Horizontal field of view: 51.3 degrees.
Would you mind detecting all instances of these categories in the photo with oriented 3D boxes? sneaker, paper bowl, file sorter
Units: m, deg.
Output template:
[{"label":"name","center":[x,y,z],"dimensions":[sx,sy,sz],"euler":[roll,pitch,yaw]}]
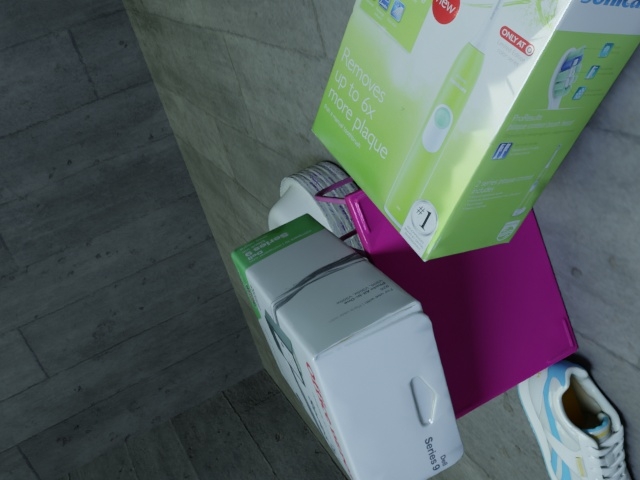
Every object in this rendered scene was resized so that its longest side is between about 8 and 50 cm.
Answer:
[{"label":"sneaker","center":[0.325,0.254,0.808],"dimensions":[0.228,0.087,0.092],"euler":[61,161,2]},{"label":"paper bowl","center":[0.000,0.000,1.304],"dimensions":[0.284,0.148,0.284],"euler":[56,162,29]},{"label":"file sorter","center":[0.144,0.034,0.836],"dimensions":[0.290,0.202,0.182],"euler":[68,166,-12]}]

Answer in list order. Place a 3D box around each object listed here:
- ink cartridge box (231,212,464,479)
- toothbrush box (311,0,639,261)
[{"label":"ink cartridge box","center":[0.020,0.120,0.761],"dimensions":[0.289,0.121,0.211],"euler":[40,153,61]},{"label":"toothbrush box","center":[0.127,-0.157,0.582],"dimensions":[0.206,0.122,0.283],"euler":[54,137,33]}]
